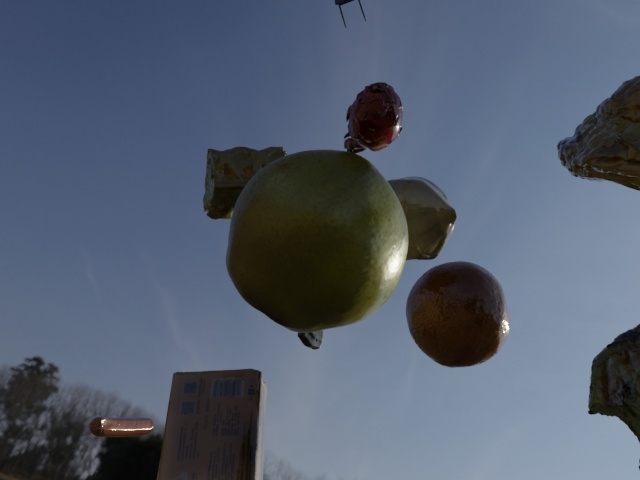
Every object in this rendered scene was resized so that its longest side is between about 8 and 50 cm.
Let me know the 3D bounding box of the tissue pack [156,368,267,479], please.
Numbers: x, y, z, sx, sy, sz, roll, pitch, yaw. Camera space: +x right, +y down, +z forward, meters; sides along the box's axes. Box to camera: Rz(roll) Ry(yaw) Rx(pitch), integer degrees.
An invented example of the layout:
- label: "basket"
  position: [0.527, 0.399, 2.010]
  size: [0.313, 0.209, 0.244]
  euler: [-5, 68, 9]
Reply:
- label: "tissue pack"
  position: [-0.231, 0.475, 1.226]
  size: [0.238, 0.306, 0.239]
  euler: [-2, -44, -2]

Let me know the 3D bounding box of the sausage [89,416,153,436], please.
- label: "sausage"
  position: [-0.338, 0.319, 0.933]
  size: [0.030, 0.035, 0.147]
  euler: [-20, -25, 14]

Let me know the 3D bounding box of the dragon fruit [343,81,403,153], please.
- label: "dragon fruit"
  position: [0.084, -0.184, 0.913]
  size: [0.094, 0.094, 0.190]
  euler: [22, -27, -2]

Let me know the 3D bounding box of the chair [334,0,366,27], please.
- label: "chair"
  position: [0.040, -0.361, 0.800]
  size: [0.042, 0.037, 0.086]
  euler: [-12, -55, 6]

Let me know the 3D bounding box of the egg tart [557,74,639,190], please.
- label: "egg tart"
  position: [0.466, -0.141, 0.675]
  size: [0.351, 0.339, 0.153]
  euler: [-6, -72, -8]

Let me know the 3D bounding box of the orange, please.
- label: "orange"
  position: [0.328, 0.172, 1.300]
  size: [0.264, 0.264, 0.264]
  euler: [16, -30, 9]

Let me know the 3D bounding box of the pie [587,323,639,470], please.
- label: "pie"
  position: [0.571, 0.260, 0.847]
  size: [0.302, 0.303, 0.067]
  euler: [16, -29, 8]

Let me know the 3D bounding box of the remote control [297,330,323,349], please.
- label: "remote control"
  position: [-0.003, 0.098, 1.002]
  size: [0.028, 0.212, 0.059]
  euler: [-13, -44, 29]

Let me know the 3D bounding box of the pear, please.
- label: "pear"
  position: [0.000, 0.000, 0.852]
  size: [0.294, 0.294, 0.294]
  euler: [16, -30, 9]

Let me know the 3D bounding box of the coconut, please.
- label: "coconut"
  position: [0.212, -0.049, 1.243]
  size: [0.224, 0.224, 0.224]
  euler: [16, -30, 9]

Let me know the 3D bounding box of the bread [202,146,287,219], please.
- label: "bread"
  position: [-0.232, -0.174, 1.690]
  size: [0.252, 0.239, 0.196]
  euler: [5, -20, -18]
